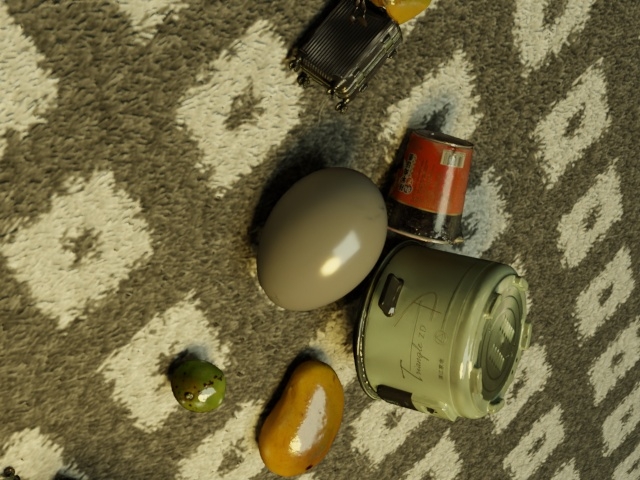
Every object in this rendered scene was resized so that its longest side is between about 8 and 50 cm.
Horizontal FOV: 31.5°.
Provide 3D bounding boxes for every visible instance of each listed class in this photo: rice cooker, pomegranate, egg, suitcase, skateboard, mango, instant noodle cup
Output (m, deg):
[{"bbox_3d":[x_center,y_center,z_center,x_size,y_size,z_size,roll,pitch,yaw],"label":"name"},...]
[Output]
[{"bbox_3d":[0.163,0.128,1.634,0.280,0.227,0.241,43,63,-58],"label":"rice cooker"},{"bbox_3d":[-0.160,0.185,1.474,0.073,0.084,0.073,-5,108,-16],"label":"pomegranate"},{"bbox_3d":[0.000,0.000,1.425,0.199,0.146,0.146,-50,143,6],"label":"egg"},{"bbox_3d":[0.032,-0.225,1.339,0.126,0.086,0.059,-50,157,-5],"label":"suitcase"},{"bbox_3d":[-0.382,0.320,1.369,0.064,0.032,0.083,-26,133,-17],"label":"skateboard"},{"bbox_3d":[-0.022,0.261,1.654,0.115,0.090,0.178,24,91,-44],"label":"mango"},{"bbox_3d":[0.151,-0.077,1.559,0.127,0.127,0.136,-2,111,-46],"label":"instant noodle cup"}]

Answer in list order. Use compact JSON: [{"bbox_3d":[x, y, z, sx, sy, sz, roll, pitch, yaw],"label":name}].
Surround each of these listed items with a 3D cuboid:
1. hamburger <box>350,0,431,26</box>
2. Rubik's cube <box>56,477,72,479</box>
[{"bbox_3d":[0.089,-0.371,1.241,0.262,0.138,0.243,-48,140,-8],"label":"hamburger"},{"bbox_3d":[-0.272,0.482,1.428,0.246,0.250,0.248,-52,140,-2],"label":"Rubik's cube"}]
